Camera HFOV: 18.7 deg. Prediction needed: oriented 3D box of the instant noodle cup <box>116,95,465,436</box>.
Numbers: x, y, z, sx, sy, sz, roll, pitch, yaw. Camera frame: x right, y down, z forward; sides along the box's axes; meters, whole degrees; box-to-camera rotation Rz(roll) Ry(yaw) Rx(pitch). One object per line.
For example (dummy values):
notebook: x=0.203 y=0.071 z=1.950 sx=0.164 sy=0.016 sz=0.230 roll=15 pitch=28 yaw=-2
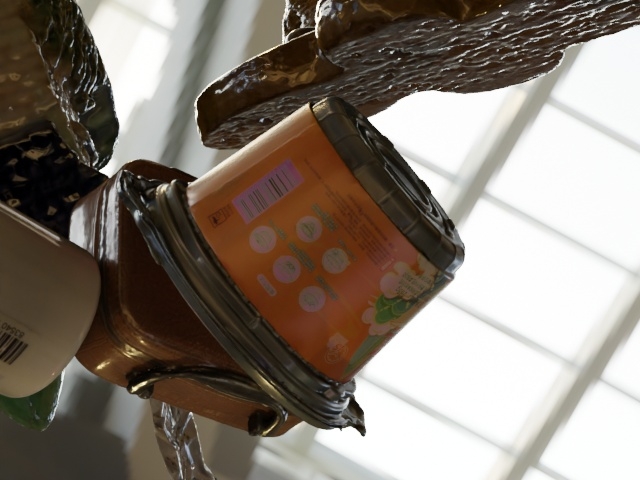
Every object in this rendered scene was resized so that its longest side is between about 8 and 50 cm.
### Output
instant noodle cup: x=0.000 y=0.000 z=1.093 sx=0.208 sy=0.125 sz=0.177 roll=42 pitch=-168 yaw=-40

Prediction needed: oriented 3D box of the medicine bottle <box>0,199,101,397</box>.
medicine bottle: x=-0.229 y=0.010 z=1.136 sx=0.187 sy=0.102 sz=0.103 roll=32 pitch=-176 yaw=-31

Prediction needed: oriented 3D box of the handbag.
handbag: x=-0.069 y=0.043 z=1.247 sx=0.193 sy=0.072 sz=0.151 roll=27 pitch=-131 yaw=-31

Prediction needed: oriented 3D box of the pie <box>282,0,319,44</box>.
pie: x=0.041 y=-0.253 z=1.866 sx=0.046 sy=0.195 sz=0.195 roll=38 pitch=180 yaw=-38

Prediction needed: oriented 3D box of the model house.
model house: x=-0.251 y=-0.014 z=1.480 sx=0.298 sy=0.243 sz=0.284 roll=79 pitch=170 yaw=-63

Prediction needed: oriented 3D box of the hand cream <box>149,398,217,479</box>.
hand cream: x=-0.100 y=0.116 z=1.441 sx=0.050 sy=0.257 sz=0.084 roll=3 pitch=-144 yaw=4

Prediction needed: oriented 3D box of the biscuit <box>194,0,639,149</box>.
biscuit: x=0.100 y=-0.154 z=1.257 sx=0.432 sy=0.064 sz=0.283 roll=-19 pitch=170 yaw=27
